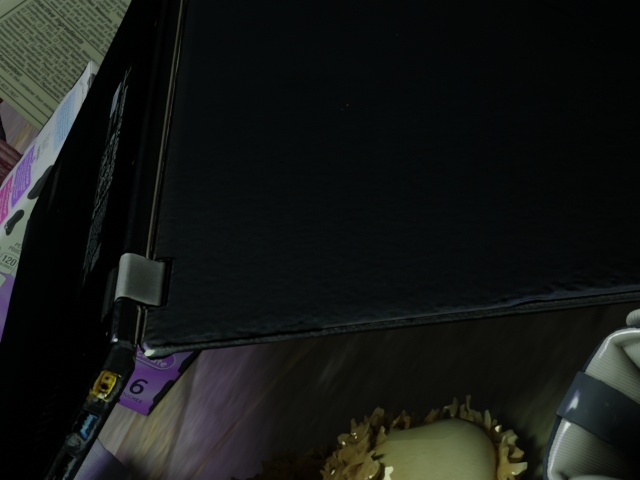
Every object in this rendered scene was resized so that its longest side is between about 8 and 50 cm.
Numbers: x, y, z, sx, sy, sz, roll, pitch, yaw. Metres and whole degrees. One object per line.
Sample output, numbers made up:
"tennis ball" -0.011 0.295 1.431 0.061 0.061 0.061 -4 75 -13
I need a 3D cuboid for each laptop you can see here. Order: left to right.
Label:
"laptop" 0.000 0.000 0.976 0.382 0.236 0.408 -87 23 -52

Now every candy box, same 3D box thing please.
"candy box" -0.134 0.002 1.283 0.196 0.165 0.070 -50 25 28

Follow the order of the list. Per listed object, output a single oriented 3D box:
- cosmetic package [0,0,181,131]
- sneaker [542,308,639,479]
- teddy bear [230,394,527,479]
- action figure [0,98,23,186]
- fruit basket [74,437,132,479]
"cosmetic package" -0.121 -0.209 1.423 0.296 0.153 0.129 -28 35 27
"sneaker" 0.126 0.078 0.631 0.226 0.163 0.086 0 66 67
"teddy bear" -0.023 0.202 0.920 0.338 0.113 0.245 -44 34 22
"action figure" -0.302 0.020 1.424 0.276 0.248 0.370 12 71 34
"fruit basket" -0.236 0.241 1.130 0.327 0.165 0.353 -42 11 -10
